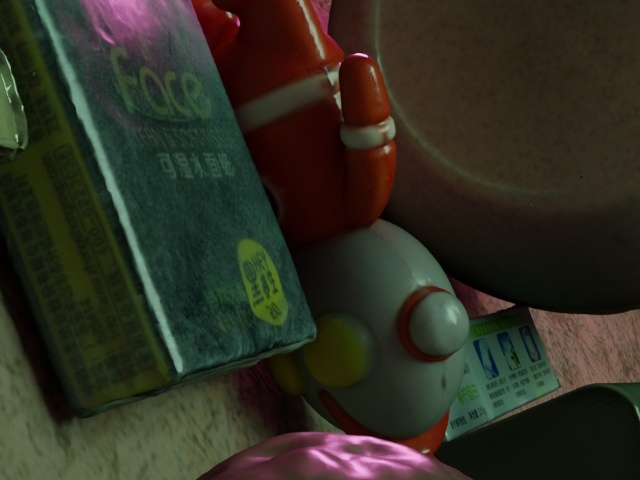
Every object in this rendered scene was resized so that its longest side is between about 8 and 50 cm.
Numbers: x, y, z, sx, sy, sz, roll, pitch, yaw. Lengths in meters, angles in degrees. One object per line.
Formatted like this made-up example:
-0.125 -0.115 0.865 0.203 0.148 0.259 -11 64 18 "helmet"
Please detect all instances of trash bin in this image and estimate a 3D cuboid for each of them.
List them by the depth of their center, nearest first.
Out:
0.195 0.199 1.053 0.343 0.223 0.158 13 54 -63 "trash bin"

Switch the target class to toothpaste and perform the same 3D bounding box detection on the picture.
0.107 0.104 1.167 0.081 0.067 0.336 68 21 7 "toothpaste"

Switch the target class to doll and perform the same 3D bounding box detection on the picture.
0.000 0.000 0.906 0.105 0.200 0.336 -25 95 -33 "doll"

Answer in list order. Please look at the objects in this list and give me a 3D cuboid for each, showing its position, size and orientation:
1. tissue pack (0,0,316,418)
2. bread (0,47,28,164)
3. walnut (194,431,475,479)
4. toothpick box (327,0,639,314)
-0.107 -0.046 0.788 0.257 0.081 0.185 68 19 5 "tissue pack"
-0.209 -0.081 0.598 0.232 0.064 0.172 48 26 -34 "bread"
-0.002 0.198 0.556 0.248 0.248 0.248 51 24 -33 "walnut"
0.224 -0.133 1.248 0.408 0.409 0.425 69 15 10 "toothpick box"
